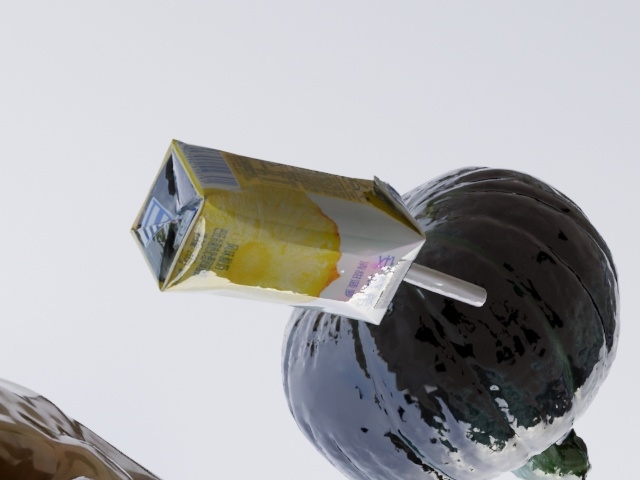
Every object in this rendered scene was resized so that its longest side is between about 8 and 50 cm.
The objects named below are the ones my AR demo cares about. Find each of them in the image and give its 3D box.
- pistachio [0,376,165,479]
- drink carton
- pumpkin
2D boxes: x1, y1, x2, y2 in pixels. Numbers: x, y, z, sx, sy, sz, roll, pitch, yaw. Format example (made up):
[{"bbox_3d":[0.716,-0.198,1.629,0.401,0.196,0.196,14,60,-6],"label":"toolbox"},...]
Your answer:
[{"bbox_3d":[-0.151,0.152,0.577,0.230,0.230,0.309,42,-126,18],"label":"pistachio"},{"bbox_3d":[0.000,0.000,1.098,0.200,0.084,0.074,10,-152,-33],"label":"drink carton"},{"bbox_3d":[0.107,0.086,1.339,0.248,0.248,0.248,17,-142,-14],"label":"pumpkin"}]
